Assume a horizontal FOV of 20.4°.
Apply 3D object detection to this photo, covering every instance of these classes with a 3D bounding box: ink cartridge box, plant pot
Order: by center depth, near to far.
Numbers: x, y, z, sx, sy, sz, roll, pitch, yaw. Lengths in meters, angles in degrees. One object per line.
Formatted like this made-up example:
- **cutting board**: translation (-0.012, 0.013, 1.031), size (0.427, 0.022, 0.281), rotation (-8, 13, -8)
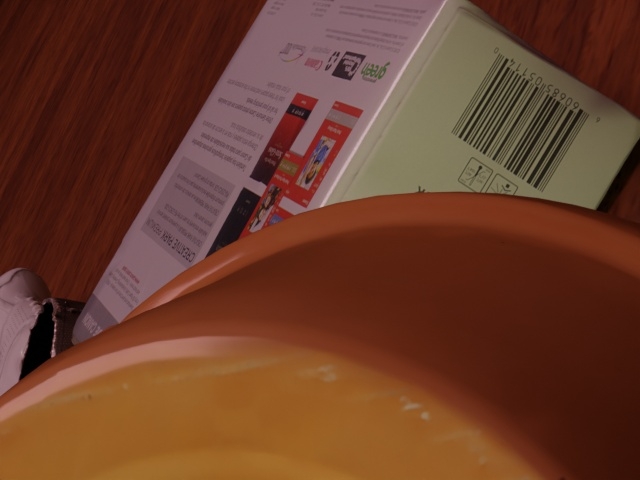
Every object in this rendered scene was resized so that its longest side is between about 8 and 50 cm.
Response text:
- **plant pot**: translation (0.014, 0.122, 0.451), size (0.291, 0.291, 0.203), rotation (-54, -18, 7)
- **ink cartridge box**: translation (0.000, 0.000, 0.999), size (0.272, 0.130, 0.309), rotation (-58, 19, 0)

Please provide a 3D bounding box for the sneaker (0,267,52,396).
- **sneaker**: translation (-0.234, 0.092, 1.499), size (0.115, 0.090, 0.232), rotation (-41, 33, 21)

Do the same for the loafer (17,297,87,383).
- **loafer**: translation (-0.219, 0.196, 1.209), size (0.134, 0.130, 0.366), rotation (-22, 39, 58)
